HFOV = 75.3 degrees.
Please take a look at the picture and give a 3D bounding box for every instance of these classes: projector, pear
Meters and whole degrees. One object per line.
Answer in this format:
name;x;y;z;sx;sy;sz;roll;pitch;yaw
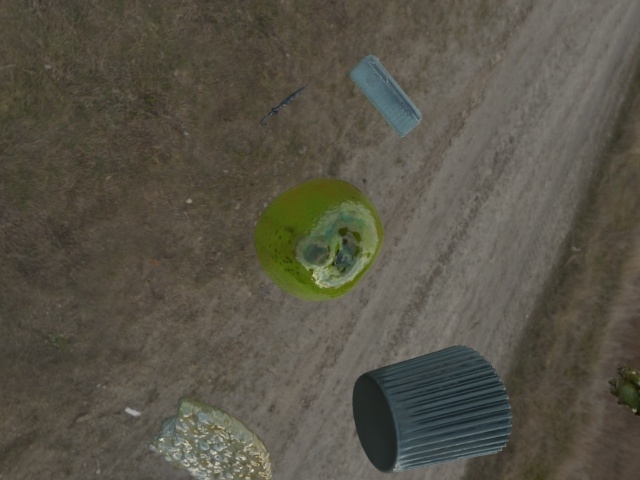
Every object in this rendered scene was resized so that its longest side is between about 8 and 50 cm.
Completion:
projector;0.212;-0.456;1.307;0.257;0.099;0.192;48;19;-6
pear;0.000;0.000;0.590;0.187;0.219;0.188;0;93;-5

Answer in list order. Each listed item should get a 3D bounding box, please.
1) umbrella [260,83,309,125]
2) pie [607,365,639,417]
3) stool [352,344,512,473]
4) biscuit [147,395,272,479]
umbrella;-0.088;-0.327;0.986;0.149;0.022;0.022;-41;166;5
pie;0.825;0.386;0.942;0.354;0.288;0.103;13;97;-60
stool;0.284;0.458;1.130;0.330;0.297;0.297;-4;99;-21
biscuit;-0.162;0.310;0.615;0.040;0.188;0.266;-71;162;-50
